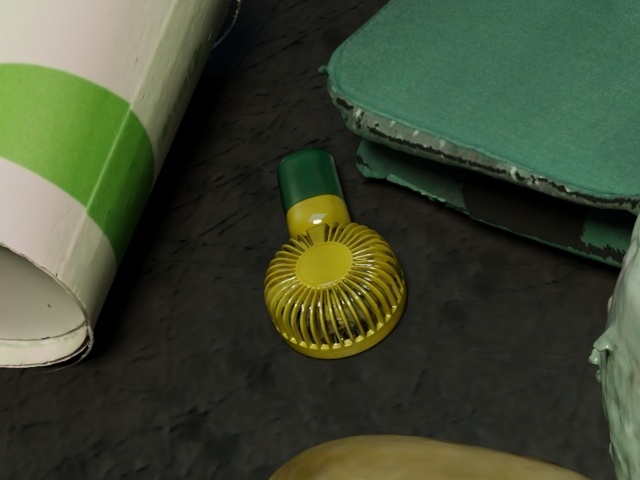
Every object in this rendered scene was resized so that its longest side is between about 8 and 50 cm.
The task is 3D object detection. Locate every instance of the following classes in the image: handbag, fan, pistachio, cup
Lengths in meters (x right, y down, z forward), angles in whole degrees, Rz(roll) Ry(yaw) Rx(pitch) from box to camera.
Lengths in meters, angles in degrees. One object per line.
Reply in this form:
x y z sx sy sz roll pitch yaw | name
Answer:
0.177 -0.109 0.873 0.268 0.100 0.274 21 59 37 | handbag
0.000 0.000 0.878 0.082 0.039 0.155 -19 46 4 | fan
0.054 0.145 0.695 0.185 0.126 0.108 -1 93 15 | pistachio
-0.195 -0.083 0.896 0.253 0.253 0.274 -1 57 20 | cup

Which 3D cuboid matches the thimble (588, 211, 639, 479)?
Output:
0.231 0.064 0.617 0.250 0.172 0.205 27 43 35 | thimble
